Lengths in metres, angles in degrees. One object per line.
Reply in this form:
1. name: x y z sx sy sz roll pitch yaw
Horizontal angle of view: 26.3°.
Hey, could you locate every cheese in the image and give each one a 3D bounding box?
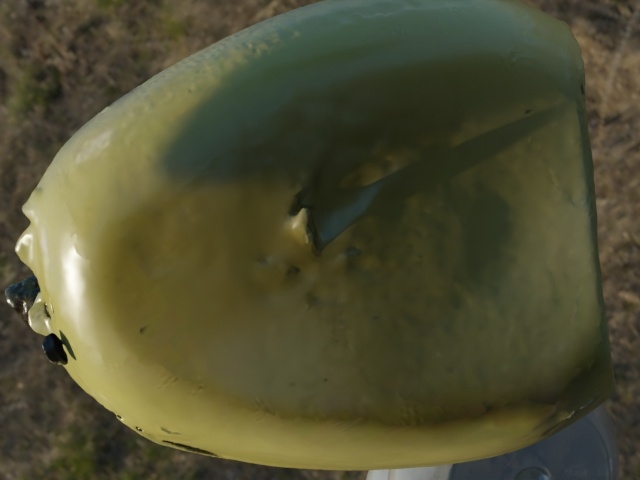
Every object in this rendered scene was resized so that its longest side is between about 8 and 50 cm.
1. cheese: 0.000 0.000 0.727 0.316 0.259 0.128 -6 0 -7

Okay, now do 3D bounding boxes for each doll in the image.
1. doll: 0.137 0.207 1.208 0.251 0.221 0.221 -58 33 -7

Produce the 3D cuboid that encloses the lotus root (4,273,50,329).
1. lotus root: -0.103 0.031 0.839 0.183 0.077 0.090 -7 54 21
